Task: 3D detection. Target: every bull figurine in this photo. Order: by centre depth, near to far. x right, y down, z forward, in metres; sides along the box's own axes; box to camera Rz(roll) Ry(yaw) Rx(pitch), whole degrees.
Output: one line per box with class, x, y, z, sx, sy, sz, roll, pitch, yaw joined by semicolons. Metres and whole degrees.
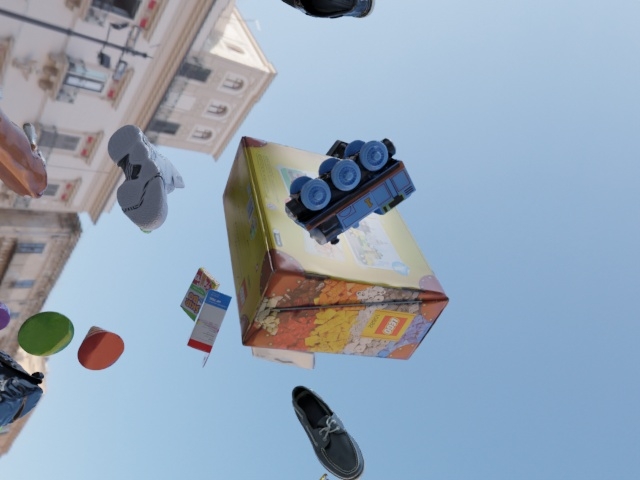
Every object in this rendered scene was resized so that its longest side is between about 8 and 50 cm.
bull figurine;-0.655;-0.221;1.031;0.310;0.101;0.188;79;-12;-47

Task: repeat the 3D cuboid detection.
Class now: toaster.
toaster;0.124;-0.254;1.813;0.168;0.185;0.110;25;-104;30

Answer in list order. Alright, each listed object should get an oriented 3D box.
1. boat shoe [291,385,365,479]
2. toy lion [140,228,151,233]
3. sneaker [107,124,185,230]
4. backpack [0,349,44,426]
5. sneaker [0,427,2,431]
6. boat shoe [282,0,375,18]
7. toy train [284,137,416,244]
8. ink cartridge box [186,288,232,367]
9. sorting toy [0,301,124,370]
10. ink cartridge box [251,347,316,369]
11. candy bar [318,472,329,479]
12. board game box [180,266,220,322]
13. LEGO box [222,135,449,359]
boat shoe;0.009;0.537;1.457;0.116;0.099;0.319;-34;-136;-11
toy lion;-0.542;-0.067;1.597;0.034;0.100;0.096;-20;-93;10
sneaker;-0.465;-0.149;1.449;0.137;0.210;0.365;-31;-122;4
backpack;-0.607;0.250;0.902;0.182;0.152;0.115;33;-90;11
sneaker;-0.816;0.346;1.211;0.295;0.109;0.123;56;-28;20
boat shoe;-0.017;-0.707;1.478;0.340;0.113;0.127;28;-53;19
toy train;0.041;-0.068;0.725;0.105;0.184;0.080;59;-11;-20
ink cartridge box;-0.359;0.271;1.617;0.134;0.078;0.231;157;-45;-74
sorting toy;-0.702;0.226;1.355;0.127;0.366;0.126;-56;-141;2
ink cartridge box;-0.095;0.269;1.804;0.131;0.226;0.306;92;9;-51
candy bar;-0.020;0.642;1.283;0.018;0.161;0.040;-3;-78;30
board game box;-0.553;0.257;2.337;0.124;0.039;0.259;41;-62;21
LEGO box;0.000;0.000;1.154;0.500;0.373;0.193;-109;-143;-49
